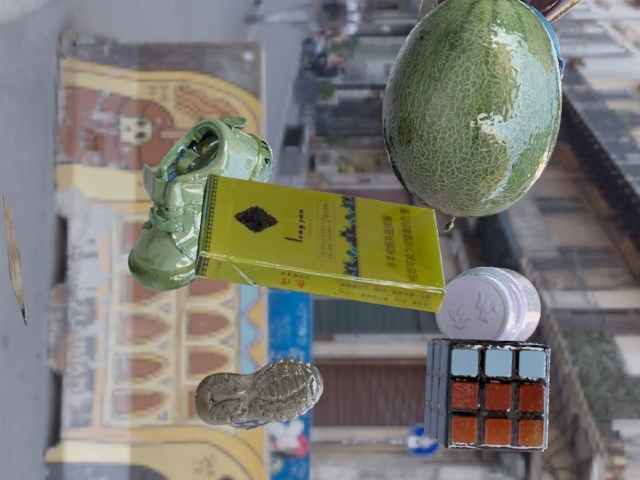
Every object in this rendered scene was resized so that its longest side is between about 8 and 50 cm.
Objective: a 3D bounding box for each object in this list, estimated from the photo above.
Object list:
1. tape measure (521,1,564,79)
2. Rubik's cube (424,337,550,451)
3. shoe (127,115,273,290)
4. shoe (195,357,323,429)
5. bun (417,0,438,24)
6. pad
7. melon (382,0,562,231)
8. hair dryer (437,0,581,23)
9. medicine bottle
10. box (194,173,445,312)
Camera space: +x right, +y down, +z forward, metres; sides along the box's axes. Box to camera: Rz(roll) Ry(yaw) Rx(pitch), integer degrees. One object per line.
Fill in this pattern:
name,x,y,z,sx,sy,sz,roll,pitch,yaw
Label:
tape measure,0.221,-0.216,1.251,0.081,0.146,0.125,-35,173,-38
Rubik's cube,0.253,0.234,1.625,0.162,0.163,0.160,134,-41,-86
shoe,-0.180,-0.058,1.446,0.128,0.262,0.140,45,-8,-28
shoe,-0.083,0.226,1.491,0.092,0.180,0.089,78,2,-69
bun,0.231,-0.389,1.794,0.173,0.167,0.113,82,-18,-66
pad,-0.399,0.029,1.380,0.193,0.004,0.116,108,-28,-65
melon,0.117,-0.096,0.822,0.139,0.139,0.192,-88,-176,-69
hair dryer,0.349,-0.389,1.644,0.123,0.340,0.312,55,9,25
medicine bottle,0.293,0.122,1.845,0.254,0.152,0.152,2,87,-68
box,0.001,0.000,1.208,0.153,0.279,0.041,-91,-168,-50
